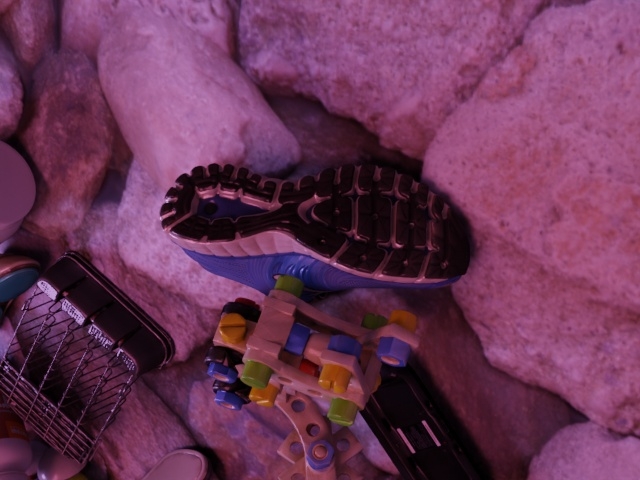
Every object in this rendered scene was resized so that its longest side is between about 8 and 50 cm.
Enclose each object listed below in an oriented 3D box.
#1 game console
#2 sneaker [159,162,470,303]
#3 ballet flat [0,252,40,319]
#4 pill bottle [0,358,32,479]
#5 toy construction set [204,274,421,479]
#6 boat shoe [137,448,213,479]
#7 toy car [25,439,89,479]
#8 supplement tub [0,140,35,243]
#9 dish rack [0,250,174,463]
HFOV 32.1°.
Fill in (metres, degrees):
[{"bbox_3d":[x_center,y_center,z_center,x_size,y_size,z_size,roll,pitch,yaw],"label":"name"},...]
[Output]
[{"bbox_3d":[0.164,0.285,1.280,0.213,0.044,0.361,-30,96,39],"label":"game console"},{"bbox_3d":[0.000,0.000,1.200,0.330,0.129,0.147,8,154,17],"label":"sneaker"},{"bbox_3d":[-0.472,0.067,1.575,0.086,0.086,0.248,49,131,2],"label":"ballet flat"},{"bbox_3d":[-0.488,0.284,1.614,0.121,0.121,0.216,-52,52,40],"label":"pill bottle"},{"bbox_3d":[-0.016,0.156,1.216,0.215,0.151,0.327,16,142,7],"label":"toy construction set"},{"bbox_3d":[-0.207,0.352,1.568,0.065,0.075,0.206,24,135,-34],"label":"boat shoe"},{"bbox_3d":[-0.416,0.395,1.667,0.182,0.136,0.159,-2,112,35],"label":"toy car"},{"bbox_3d":[-0.481,-0.042,1.473,0.200,0.144,0.144,-27,97,40],"label":"supplement tub"},{"bbox_3d":[-0.339,0.173,1.531,0.208,0.074,0.271,41,126,11],"label":"dish rack"}]
